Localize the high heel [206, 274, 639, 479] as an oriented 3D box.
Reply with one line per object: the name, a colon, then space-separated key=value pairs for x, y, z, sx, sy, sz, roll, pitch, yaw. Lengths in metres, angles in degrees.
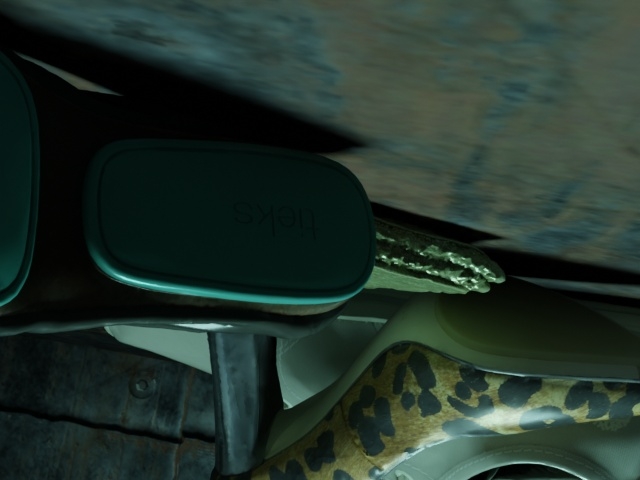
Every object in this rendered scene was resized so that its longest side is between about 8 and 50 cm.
high heel: x=0.062 y=0.112 z=0.776 sx=0.261 sy=0.186 sz=0.093 roll=7 pitch=-152 yaw=20

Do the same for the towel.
towel: x=0.000 y=0.000 z=0.673 sx=0.148 sy=0.027 sz=0.110 roll=13 pitch=172 yaw=-28

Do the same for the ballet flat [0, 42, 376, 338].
ballet flat: x=-0.102 y=-0.009 z=0.460 sx=0.096 sy=0.095 sz=0.280 roll=-12 pitch=158 yaw=41

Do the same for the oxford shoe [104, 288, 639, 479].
oxford shoe: x=0.037 y=0.090 z=0.905 sx=0.449 sy=0.130 sz=0.169 roll=6 pitch=173 yaw=32
